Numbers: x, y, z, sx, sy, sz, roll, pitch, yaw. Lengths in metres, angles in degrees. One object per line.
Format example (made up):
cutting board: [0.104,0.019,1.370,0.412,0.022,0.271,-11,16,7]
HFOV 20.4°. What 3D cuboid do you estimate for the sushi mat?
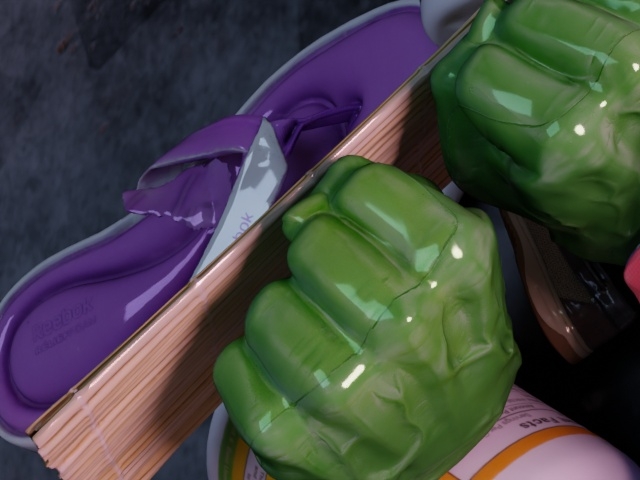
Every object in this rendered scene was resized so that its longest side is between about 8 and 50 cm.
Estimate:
sushi mat: [0.000,0.000,0.793,0.316,0.151,0.019,-44,72,-12]

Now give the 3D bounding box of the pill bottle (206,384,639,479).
pill bottle: [0.069,0.134,0.834,0.246,0.136,0.136,31,102,42]

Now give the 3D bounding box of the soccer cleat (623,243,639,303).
soccer cleat: [0.215,0.129,0.713,0.109,0.116,0.318,-39,56,30]

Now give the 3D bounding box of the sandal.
sandal: [-0.075,0.011,1.019,0.416,0.102,0.169,-38,57,31]

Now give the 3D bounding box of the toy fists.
toy fists: [0.068,-0.013,0.731,0.279,0.142,0.096,-46,67,-5]

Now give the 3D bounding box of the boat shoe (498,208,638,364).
boat shoe: [0.118,-0.011,0.885,0.049,0.056,0.152,-25,60,15]

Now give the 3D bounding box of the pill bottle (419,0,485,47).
pill bottle: [0.102,-0.204,0.892,0.119,0.119,0.208,-16,69,40]
